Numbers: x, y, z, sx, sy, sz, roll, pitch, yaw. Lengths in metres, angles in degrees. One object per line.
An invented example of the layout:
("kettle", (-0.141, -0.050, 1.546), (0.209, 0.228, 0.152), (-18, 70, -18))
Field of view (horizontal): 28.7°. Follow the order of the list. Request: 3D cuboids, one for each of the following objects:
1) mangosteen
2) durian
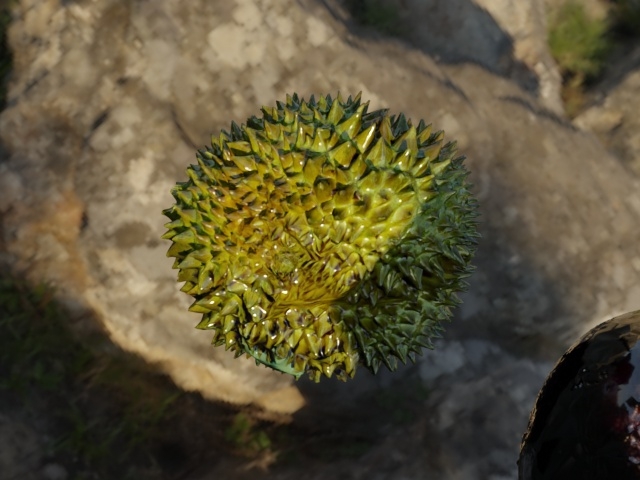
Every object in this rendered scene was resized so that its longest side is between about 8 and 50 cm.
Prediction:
("mangosteen", (0.242, 0.154, 0.755), (0.250, 0.211, 0.211), (17, 7, 22))
("durian", (-0.003, 0.003, 1.046), (0.291, 0.291, 0.225), (38, 66, -40))
